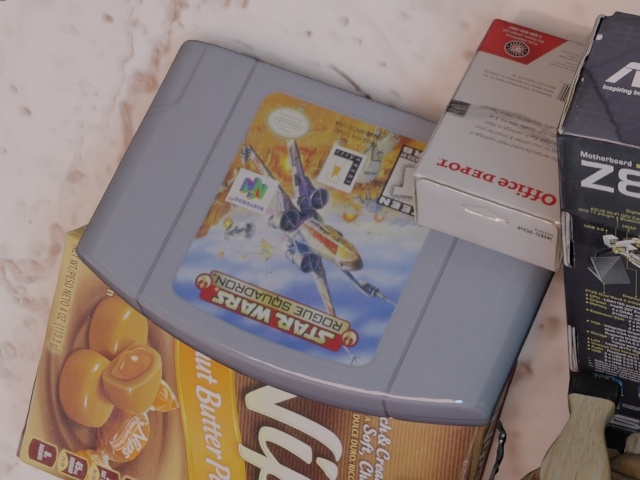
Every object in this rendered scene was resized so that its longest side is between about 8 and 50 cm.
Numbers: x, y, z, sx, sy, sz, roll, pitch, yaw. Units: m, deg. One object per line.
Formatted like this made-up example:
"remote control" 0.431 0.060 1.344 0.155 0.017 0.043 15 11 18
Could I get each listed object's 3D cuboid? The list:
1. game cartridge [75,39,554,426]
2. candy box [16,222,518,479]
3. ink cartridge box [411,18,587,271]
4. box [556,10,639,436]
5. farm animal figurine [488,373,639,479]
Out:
"game cartridge" 0.000 0.000 1.113 0.297 0.062 0.198 20 69 15
"candy box" -0.041 0.119 1.191 0.317 0.087 0.182 20 110 16
"ink cartridge box" 0.127 -0.060 1.057 0.099 0.135 0.056 20 150 16
"box" 0.330 0.043 0.927 0.395 0.097 0.318 13 152 19
"farm animal figurine" 0.232 0.179 0.948 0.327 0.172 0.330 3 147 33
